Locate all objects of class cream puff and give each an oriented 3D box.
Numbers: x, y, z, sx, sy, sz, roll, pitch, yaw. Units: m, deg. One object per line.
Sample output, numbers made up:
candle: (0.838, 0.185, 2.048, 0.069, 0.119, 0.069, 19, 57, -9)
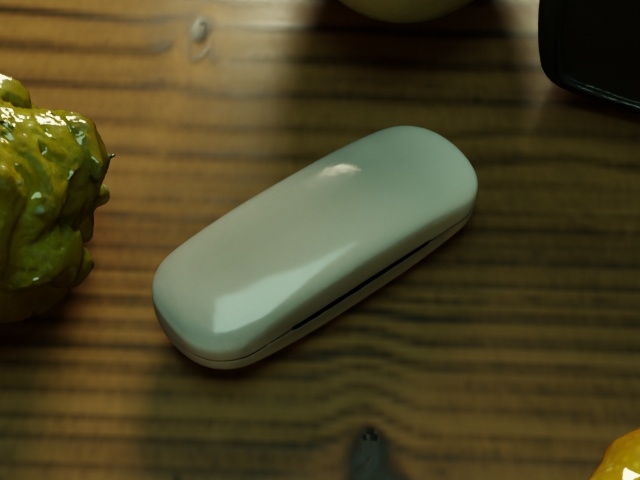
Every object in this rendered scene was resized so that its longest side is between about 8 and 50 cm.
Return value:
cream puff: (-0.159, -0.022, 0.615, 0.116, 0.146, 0.146, -8, 50, -27)

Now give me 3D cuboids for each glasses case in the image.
glasses case: (0.000, 0.000, 0.639, 0.193, 0.049, 0.074, -33, 58, -21)

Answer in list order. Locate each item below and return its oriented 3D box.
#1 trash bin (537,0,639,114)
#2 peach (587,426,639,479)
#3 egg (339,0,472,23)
trash bin: (0.255, -0.217, 0.729, 0.209, 0.182, 0.290, 17, 60, 15)
peach: (0.180, 0.162, 0.397, 0.249, 0.275, 0.245, 5, 88, -35)
egg: (0.059, -0.247, 0.744, 0.188, 0.188, 0.253, 6, 57, 6)
